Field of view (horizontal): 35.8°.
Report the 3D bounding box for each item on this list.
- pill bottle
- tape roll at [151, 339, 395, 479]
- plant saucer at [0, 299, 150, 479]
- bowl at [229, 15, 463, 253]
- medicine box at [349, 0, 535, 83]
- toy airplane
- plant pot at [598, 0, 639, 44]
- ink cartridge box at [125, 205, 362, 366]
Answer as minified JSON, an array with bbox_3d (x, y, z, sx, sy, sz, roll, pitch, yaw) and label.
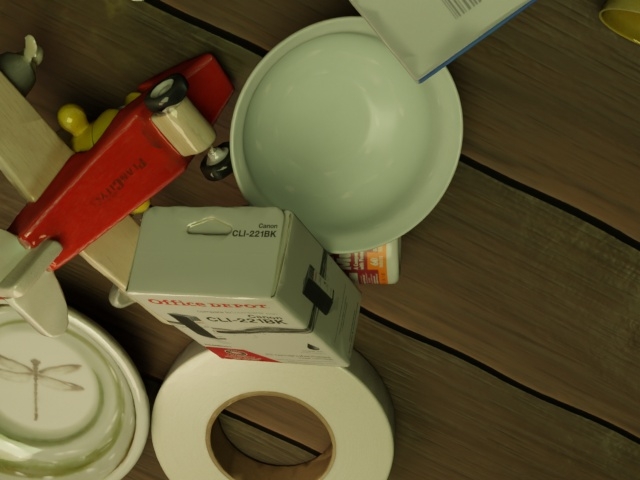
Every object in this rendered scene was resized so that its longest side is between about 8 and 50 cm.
[{"bbox_3d":[0.000,0.000,1.374,0.221,0.121,0.121,0,118,7],"label":"pill bottle"},{"bbox_3d":[-0.074,0.302,1.573,0.392,0.072,0.391,3,119,6],"label":"tape roll"},{"bbox_3d":[-0.456,0.233,1.568,0.401,0.100,0.400,3,117,6],"label":"plant saucer"},{"bbox_3d":[0.020,-0.140,1.265,0.298,0.134,0.297,-4,107,-15],"label":"bowl"},{"bbox_3d":[0.172,-0.339,1.077,0.263,0.289,0.149,-34,107,22],"label":"medicine box"},{"bbox_3d":[-0.315,-0.068,1.297,0.385,0.272,0.386,-1,107,-28],"label":"toy airplane"},{"bbox_3d":[0.414,-0.288,1.176,0.134,0.134,0.095,24,93,-5],"label":"plant pot"},{"bbox_3d":[-0.086,0.063,1.236,0.197,0.114,0.273,1,157,22],"label":"ink cartridge box"}]
